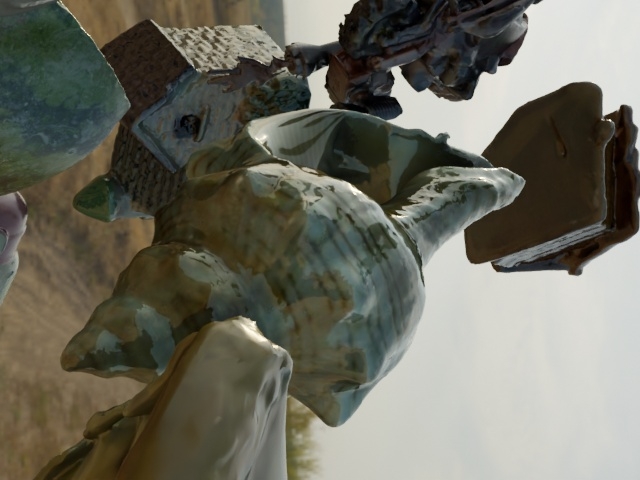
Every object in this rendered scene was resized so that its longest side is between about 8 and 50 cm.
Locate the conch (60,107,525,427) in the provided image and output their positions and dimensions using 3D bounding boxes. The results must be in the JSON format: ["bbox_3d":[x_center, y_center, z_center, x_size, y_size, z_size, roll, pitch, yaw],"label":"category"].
[{"bbox_3d":[-0.009,0.008,0.625,0.203,0.169,0.386,53,30,11],"label":"conch"}]

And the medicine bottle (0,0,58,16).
[{"bbox_3d":[-0.166,-0.287,0.573,0.232,0.238,0.238,59,1,-10],"label":"medicine bottle"}]

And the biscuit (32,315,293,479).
[{"bbox_3d":[-0.118,0.176,0.411,0.329,0.078,0.335,-59,-167,-8],"label":"biscuit"}]

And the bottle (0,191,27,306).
[{"bbox_3d":[-0.424,0.039,1.149,0.253,0.120,0.120,-58,-159,27],"label":"bottle"}]

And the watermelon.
[{"bbox_3d":[-0.294,-0.151,0.780,0.260,0.256,0.176,76,6,-70],"label":"watermelon"}]

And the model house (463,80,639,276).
[{"bbox_3d":[0.302,-0.065,1.250,0.229,0.219,0.199,19,64,-63],"label":"model house"}]

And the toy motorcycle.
[{"bbox_3d":[0.083,-0.202,1.041,0.134,0.401,0.207,58,-23,22],"label":"toy motorcycle"}]

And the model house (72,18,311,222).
[{"bbox_3d":[-0.203,-0.141,1.365,0.243,0.284,0.298,54,-44,46],"label":"model house"}]
